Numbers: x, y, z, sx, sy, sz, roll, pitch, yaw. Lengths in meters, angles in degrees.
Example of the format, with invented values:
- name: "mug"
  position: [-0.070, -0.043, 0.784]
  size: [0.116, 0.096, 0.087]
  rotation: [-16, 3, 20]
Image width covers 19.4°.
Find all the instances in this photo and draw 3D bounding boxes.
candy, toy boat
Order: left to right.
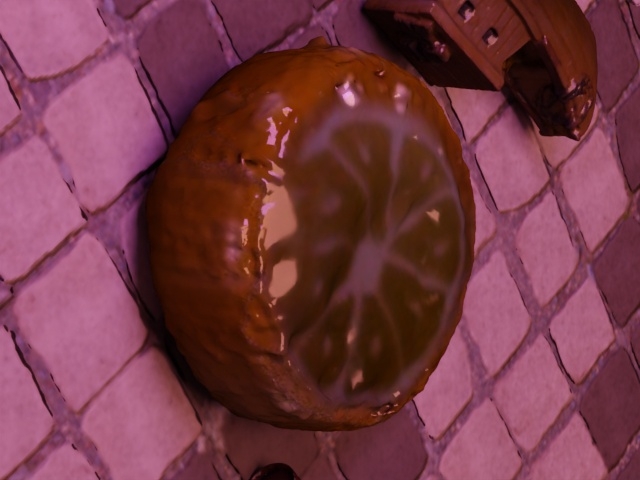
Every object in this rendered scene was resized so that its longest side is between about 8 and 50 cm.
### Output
- name: "candy"
  position: [0.000, 0.000, 1.226]
  size: [0.260, 0.118, 0.260]
  rotation: [-8, 100, -51]
- name: "toy boat"
  position: [0.107, -0.173, 1.357]
  size: [0.321, 0.089, 0.121]
  rotation: [45, 65, -40]

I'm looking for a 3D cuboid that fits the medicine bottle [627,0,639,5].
- name: "medicine bottle"
  position: [0.144, -0.263, 1.318]
  size: [0.052, 0.201, 0.171]
  rotation: [-47, 130, 0]

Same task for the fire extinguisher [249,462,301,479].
- name: "fire extinguisher"
  position: [-0.003, 0.206, 1.274]
  size: [0.056, 0.039, 0.132]
  rotation: [-37, 123, -4]
